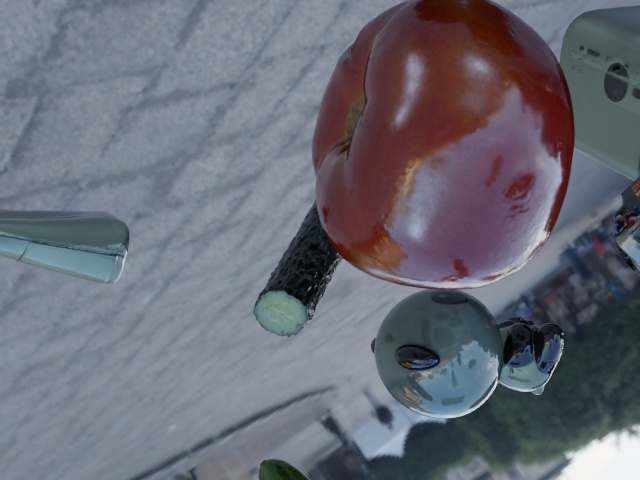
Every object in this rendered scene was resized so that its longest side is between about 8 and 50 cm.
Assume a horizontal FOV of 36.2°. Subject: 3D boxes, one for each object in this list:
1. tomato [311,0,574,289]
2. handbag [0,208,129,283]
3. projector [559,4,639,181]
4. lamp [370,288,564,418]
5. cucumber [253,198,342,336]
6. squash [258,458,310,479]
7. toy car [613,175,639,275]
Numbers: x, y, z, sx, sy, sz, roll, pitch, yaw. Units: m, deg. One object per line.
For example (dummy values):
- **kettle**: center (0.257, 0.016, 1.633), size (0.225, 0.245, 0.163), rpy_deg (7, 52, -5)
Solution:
- **tomato**: center (0.121, -0.082, 0.942), size (0.226, 0.298, 0.298), rpy_deg (17, 143, -20)
- **handbag**: center (-0.467, -0.020, 1.524), size (0.315, 0.109, 0.241), rpy_deg (15, -179, -26)
- **projector**: center (0.564, -0.241, 1.624), size (0.248, 0.249, 0.248), rpy_deg (-9, 117, -19)
- **lamp**: center (0.195, 0.152, 1.340), size (0.244, 0.197, 0.197), rpy_deg (-1, 160, -12)
- **cucumber**: center (0.000, 0.000, 1.127), size (0.067, 0.067, 0.293), rpy_deg (-43, -168, 37)
- **squash**: center (0.008, 0.377, 1.231), size (0.069, 0.258, 0.069), rpy_deg (-36, -170, 7)
- **toy car**: center (0.477, 0.014, 1.133), size (0.193, 0.301, 0.118), rpy_deg (-47, -160, 25)
